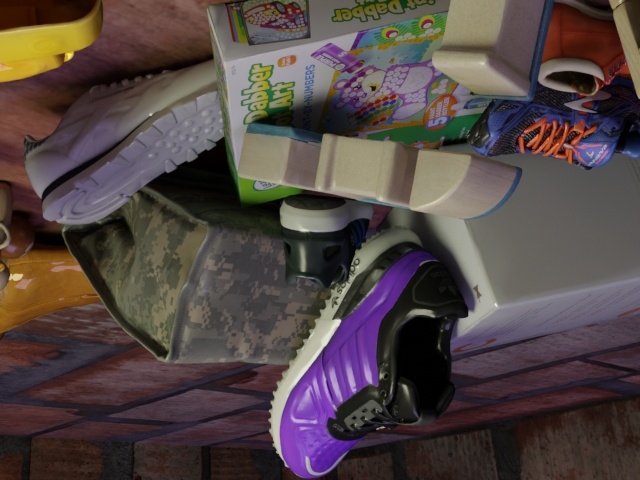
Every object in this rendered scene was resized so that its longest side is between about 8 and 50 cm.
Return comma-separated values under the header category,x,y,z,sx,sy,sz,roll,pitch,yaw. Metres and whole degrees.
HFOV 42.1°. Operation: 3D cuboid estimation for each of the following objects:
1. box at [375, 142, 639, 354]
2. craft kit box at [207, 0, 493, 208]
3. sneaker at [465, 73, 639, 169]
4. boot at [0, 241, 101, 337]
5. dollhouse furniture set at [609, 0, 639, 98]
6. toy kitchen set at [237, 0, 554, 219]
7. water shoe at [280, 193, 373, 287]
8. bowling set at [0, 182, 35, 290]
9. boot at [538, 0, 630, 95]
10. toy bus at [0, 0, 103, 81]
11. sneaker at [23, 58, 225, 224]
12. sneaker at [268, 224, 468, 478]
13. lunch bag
category,x,y,z,sx,sy,sz,roll,pitch,yaw
box,0.268,-0.003,0.896,0.346,0.168,0.215,-10,161,-18
craft kit box,0.039,-0.128,0.697,0.247,0.060,0.250,-13,159,-7
sneaker,0.224,-0.105,0.741,0.221,0.087,0.083,-14,152,-31
boot,-0.376,0.079,1.144,0.211,0.104,0.295,-3,161,-14
dollhouse furniture set,0.279,-0.164,0.476,0.184,0.128,0.129,-1,159,-21
toy kitchen set,0.064,-0.107,0.610,0.207,0.165,0.122,14,-176,42
water shoe,0.000,0.000,0.746,0.073,0.080,0.203,7,-176,13
bowling set,-0.394,0.018,0.907,0.287,0.154,0.200,-20,154,36
boot,0.232,-0.153,0.701,0.158,0.084,0.059,6,155,-29
toy bus,-0.175,-0.160,0.428,0.150,0.220,0.211,-6,165,-10
sneaker,-0.162,-0.109,0.737,0.235,0.094,0.090,-29,158,7
sneaker,0.051,0.144,0.811,0.102,0.146,0.293,3,120,-41
lunch bag,-0.121,0.013,0.909,0.235,0.168,0.287,11,-169,-43
